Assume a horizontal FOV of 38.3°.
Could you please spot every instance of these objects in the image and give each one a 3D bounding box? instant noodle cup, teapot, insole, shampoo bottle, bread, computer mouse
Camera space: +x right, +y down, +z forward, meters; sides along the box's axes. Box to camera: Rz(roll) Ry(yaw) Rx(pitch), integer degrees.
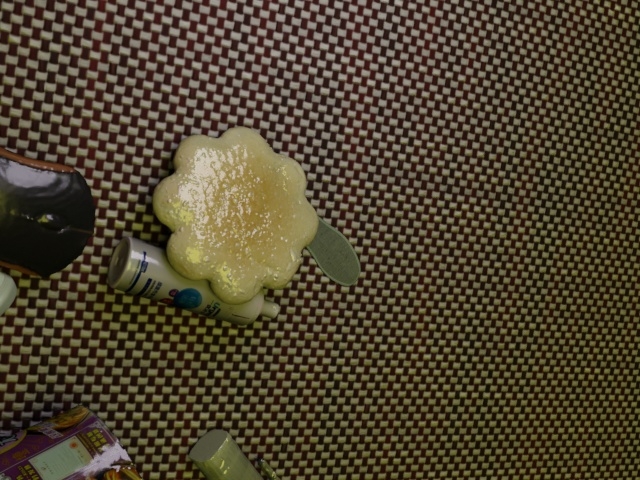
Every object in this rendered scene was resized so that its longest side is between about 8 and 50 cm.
[{"bbox_3d":[-0.416,0.425,1.395,0.265,0.339,0.340,-30,112,-30],"label":"instant noodle cup"},{"bbox_3d":[-0.142,0.428,1.676,0.107,0.077,0.200,-49,119,-35],"label":"teapot"},{"bbox_3d":[0.000,0.000,1.714,0.232,0.003,0.080,45,77,-27],"label":"insole"},{"bbox_3d":[-0.205,0.080,1.568,0.303,0.092,0.092,22,88,-30],"label":"shampoo bottle"},{"bbox_3d":[-0.135,-0.048,1.558,0.315,0.054,0.316,7,77,-34],"label":"bread"},{"bbox_3d":[-0.490,-0.053,1.379,0.323,0.116,0.183,17,94,-30],"label":"computer mouse"}]

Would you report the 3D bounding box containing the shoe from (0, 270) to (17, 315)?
[{"bbox_3d":[-0.598,0.097,1.284,0.363,0.131,0.160,-40,126,-45],"label":"shoe"}]
